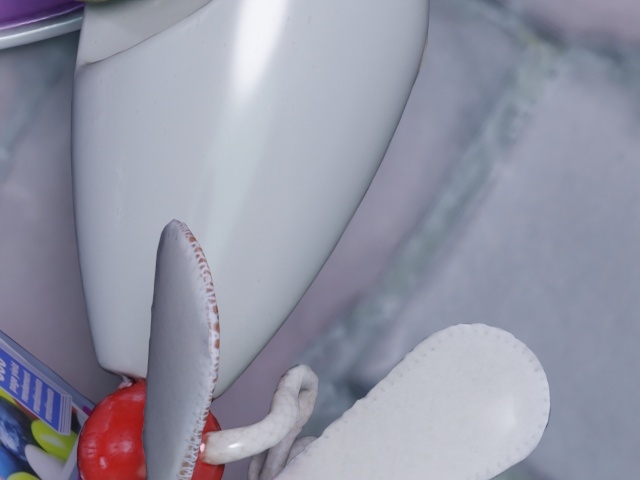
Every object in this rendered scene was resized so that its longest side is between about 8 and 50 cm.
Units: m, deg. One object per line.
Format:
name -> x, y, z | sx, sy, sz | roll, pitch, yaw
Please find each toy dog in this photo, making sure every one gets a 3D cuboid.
toy dog -> 0.000, 0.000, 0.562 | 0.161, 0.220, 0.334 | -12, 88, 32

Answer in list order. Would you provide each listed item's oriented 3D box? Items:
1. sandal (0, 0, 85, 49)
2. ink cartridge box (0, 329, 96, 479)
sandal -> -0.194, -0.131, 0.608 | 0.416, 0.102, 0.169 | -5, 110, -11
ink cartridge box -> -0.175, 0.052, 0.623 | 0.311, 0.186, 0.065 | 39, 106, -18
